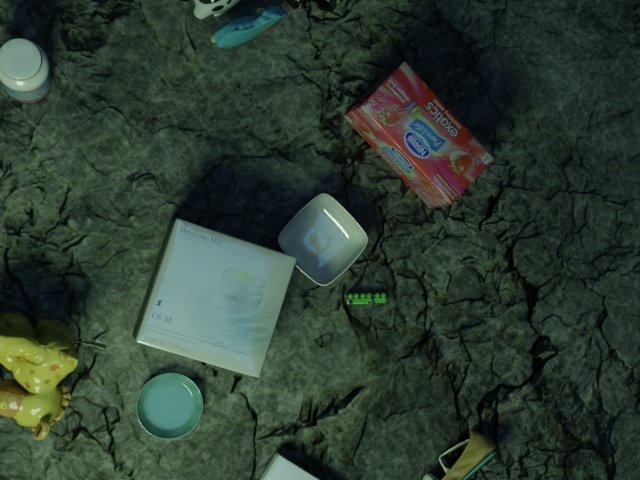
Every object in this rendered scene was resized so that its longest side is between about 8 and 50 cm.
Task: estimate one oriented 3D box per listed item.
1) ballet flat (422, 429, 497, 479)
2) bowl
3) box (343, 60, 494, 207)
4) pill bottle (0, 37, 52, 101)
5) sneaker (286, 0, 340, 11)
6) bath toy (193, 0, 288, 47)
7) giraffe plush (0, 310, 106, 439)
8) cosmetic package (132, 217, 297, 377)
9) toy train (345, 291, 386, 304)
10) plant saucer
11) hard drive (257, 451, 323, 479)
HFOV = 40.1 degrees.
[{"bbox_3d":[0.243,0.462,1.702,0.232,0.080,0.073,-41,71,-14],"label":"ballet flat"},{"bbox_3d":[0.000,0.000,1.647,0.142,0.053,0.142,-46,99,-12],"label":"bowl"},{"bbox_3d":[0.184,-0.196,1.663,0.128,0.122,0.257,-46,100,-10],"label":"box"},{"bbox_3d":[-0.497,-0.287,1.468,0.087,0.160,0.087,0,89,-14],"label":"pill bottle"},{"bbox_3d":[0.043,-0.502,1.647,0.276,0.097,0.135,-14,92,-12],"label":"sneaker"},{"bbox_3d":[-0.194,-0.528,1.571,0.151,0.129,0.348,-38,101,-47],"label":"bath toy"},{"bbox_3d":[-0.480,0.230,1.465,0.210,0.181,0.170,16,97,3],"label":"giraffe plush"},{"bbox_3d":[-0.189,0.100,1.554,0.224,0.138,0.224,18,83,-14],"label":"cosmetic package"},{"bbox_3d":[0.088,0.111,1.687,0.083,0.017,0.023,-1,100,-15],"label":"toy train"},{"bbox_3d":[-0.273,0.298,1.586,0.119,0.021,0.119,0,89,-15],"label":"plant saucer"},{"bbox_3d":[-0.080,0.583,1.620,0.210,0.040,0.318,34,81,-12],"label":"hard drive"}]
